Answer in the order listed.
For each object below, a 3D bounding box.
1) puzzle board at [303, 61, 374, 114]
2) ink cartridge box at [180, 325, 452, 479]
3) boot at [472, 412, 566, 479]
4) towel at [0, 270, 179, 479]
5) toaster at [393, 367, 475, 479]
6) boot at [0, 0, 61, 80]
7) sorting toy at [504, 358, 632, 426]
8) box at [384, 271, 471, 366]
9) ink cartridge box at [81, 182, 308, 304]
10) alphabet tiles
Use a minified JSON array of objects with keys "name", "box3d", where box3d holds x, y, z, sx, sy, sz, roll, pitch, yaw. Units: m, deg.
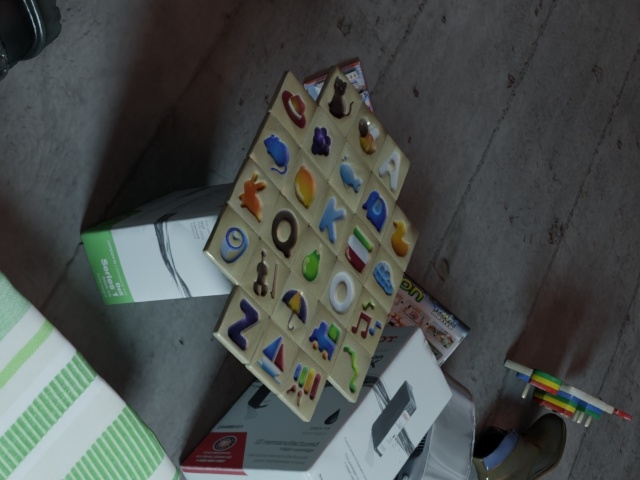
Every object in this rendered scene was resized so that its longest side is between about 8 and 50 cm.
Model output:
[{"name":"puzzle board","box3d":[0.030,-0.180,1.836,0.128,0.011,0.096,-29,109,-49]},{"name":"ink cartridge box","box3d":[0.000,0.222,1.606,0.273,0.197,0.114,-46,120,-43]},{"name":"boot","box3d":[0.300,0.306,2.053,0.219,0.082,0.106,-47,124,-40]},{"name":"towel","box3d":[-0.296,0.221,1.319,0.248,0.038,0.325,-49,123,-18]},{"name":"toaster","box3d":[0.123,0.251,1.812,0.146,0.129,0.226,35,56,-47]},{"name":"boot","box3d":[-0.394,-0.247,1.233,0.260,0.131,0.348,-53,125,-40]},{"name":"sorting toy","box3d":[0.367,0.242,2.113,0.275,0.132,0.046,27,86,-45]},{"name":"box","box3d":[0.084,0.085,1.759,0.207,0.036,0.114,41,45,7]},{"name":"ink cartridge box","box3d":[-0.119,-0.003,1.469,0.160,0.219,0.092,-28,107,-48]},{"name":"alphabet tiles","box3d":[0.000,0.000,1.437,0.285,0.011,0.342,48,53,-39]}]
